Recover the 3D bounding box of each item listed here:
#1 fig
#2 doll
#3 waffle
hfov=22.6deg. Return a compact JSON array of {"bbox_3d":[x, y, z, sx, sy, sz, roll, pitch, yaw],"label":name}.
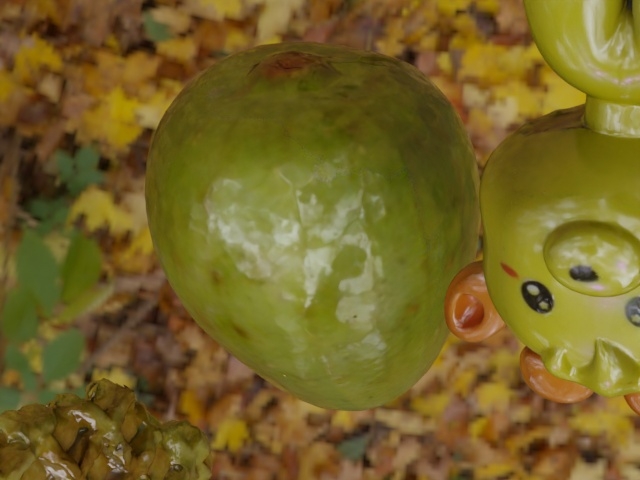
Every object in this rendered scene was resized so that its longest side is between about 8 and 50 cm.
[{"bbox_3d":[0.000,0.000,1.247,0.258,0.258,0.326,-2,135,13],"label":"fig"},{"bbox_3d":[0.115,-0.023,0.616,0.143,0.135,0.221,6,122,17],"label":"doll"},{"bbox_3d":[-0.165,0.255,1.191,0.068,0.302,0.325,-10,175,33],"label":"waffle"}]
